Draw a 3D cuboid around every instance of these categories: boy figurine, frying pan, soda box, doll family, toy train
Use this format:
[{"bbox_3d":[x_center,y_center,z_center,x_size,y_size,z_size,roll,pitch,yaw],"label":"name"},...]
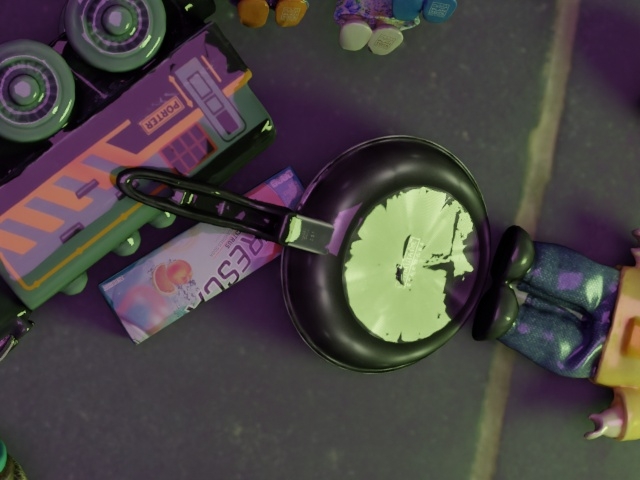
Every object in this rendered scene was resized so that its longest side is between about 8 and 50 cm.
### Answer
[{"bbox_3d":[0.269,0.087,1.372,0.285,0.092,0.177,21,84,-3],"label":"boy figurine"},{"bbox_3d":[0.019,-0.022,1.303,0.326,0.053,0.197,42,80,-31],"label":"frying pan"},{"bbox_3d":[-0.087,0.011,1.339,0.183,0.063,0.058,-33,94,-7],"label":"soda box"},{"bbox_3d":[-0.006,-0.238,1.320,0.263,0.118,0.163,9,59,-8],"label":"doll family"},{"bbox_3d":[-0.194,-0.069,1.288,0.334,0.142,0.190,-39,99,-8],"label":"toy train"}]

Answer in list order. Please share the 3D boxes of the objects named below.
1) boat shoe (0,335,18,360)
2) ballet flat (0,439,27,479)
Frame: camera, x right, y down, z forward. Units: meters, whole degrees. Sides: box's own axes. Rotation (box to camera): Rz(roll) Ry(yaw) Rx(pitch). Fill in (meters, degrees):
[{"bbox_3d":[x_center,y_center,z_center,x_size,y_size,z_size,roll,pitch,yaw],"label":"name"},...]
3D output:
[{"bbox_3d":[-0.290,0.104,1.324,0.125,0.038,0.046,-36,94,-6],"label":"boat shoe"},{"bbox_3d":[-0.467,0.210,1.255,0.482,0.164,0.182,10,108,-9],"label":"ballet flat"}]
